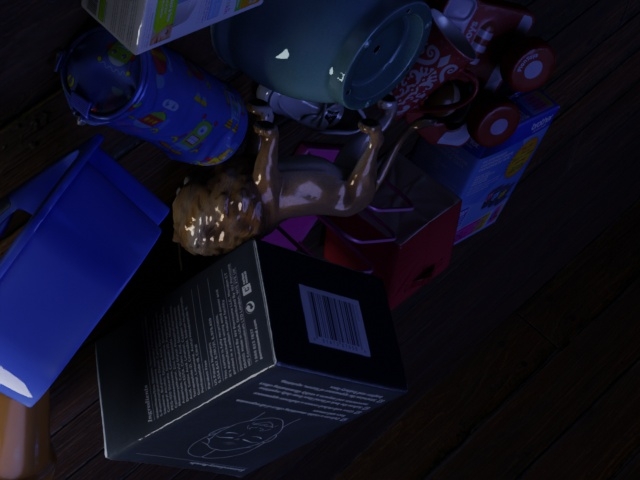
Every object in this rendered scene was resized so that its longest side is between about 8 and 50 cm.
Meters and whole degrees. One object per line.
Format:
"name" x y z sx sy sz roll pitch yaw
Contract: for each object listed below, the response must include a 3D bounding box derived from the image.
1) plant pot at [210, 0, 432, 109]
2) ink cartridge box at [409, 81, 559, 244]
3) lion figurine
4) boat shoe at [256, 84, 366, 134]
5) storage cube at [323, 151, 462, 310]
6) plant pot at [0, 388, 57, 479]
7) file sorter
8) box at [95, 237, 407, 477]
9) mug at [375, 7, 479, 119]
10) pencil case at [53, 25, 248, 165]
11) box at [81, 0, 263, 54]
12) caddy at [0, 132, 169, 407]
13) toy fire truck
"plant pot" 0.025 -0.301 1.637 0.293 0.196 0.293 -41 158 -20
"ink cartridge box" 0.317 -0.183 2.484 0.270 0.151 0.395 -27 149 -43
"lion figurine" -0.024 -0.088 1.813 0.392 0.142 0.240 -1 122 -19
"boat shoe" -0.006 -0.211 1.880 0.096 0.088 0.267 -51 159 9
"storage cube" 0.138 -0.021 2.331 0.183 0.215 0.193 -35 150 -29
"plant pot" -0.463 0.259 1.701 0.205 0.205 0.188 -14 125 -56
"file sorter" 0.000 0.000 2.131 0.291 0.182 0.202 -56 157 19
"box" -0.115 0.199 1.908 0.395 0.212 0.293 -32 146 33
"mug" 0.168 -0.273 2.005 0.169 0.150 0.113 -40 159 23
"pencil case" -0.204 -0.174 1.518 0.133 0.119 0.306 -48 159 9
"box" -0.158 -0.313 1.386 0.203 0.103 0.114 -31 153 -38
"caddy" -0.336 0.029 1.462 0.341 0.179 0.241 -52 -169 10
"toy fire truck" 0.247 -0.306 2.154 0.253 0.169 0.302 5 127 -35
